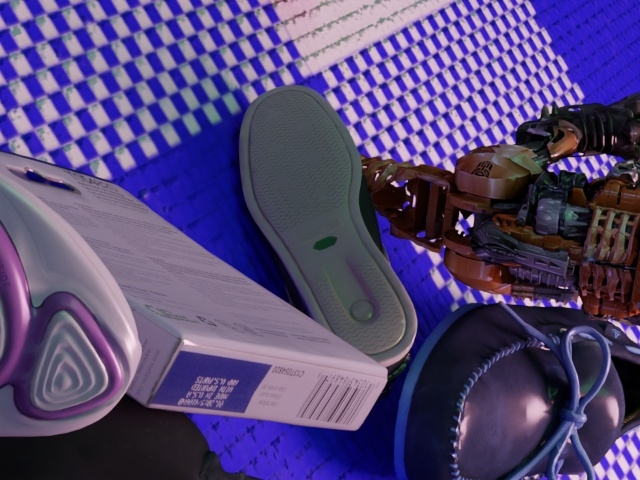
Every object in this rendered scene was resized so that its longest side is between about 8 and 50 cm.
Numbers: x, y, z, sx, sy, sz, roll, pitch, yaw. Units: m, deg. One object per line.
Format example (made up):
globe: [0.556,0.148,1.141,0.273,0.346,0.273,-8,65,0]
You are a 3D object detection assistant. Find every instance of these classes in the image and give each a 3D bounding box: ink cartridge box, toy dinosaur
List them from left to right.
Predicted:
ink cartridge box: [-0.102,0.023,1.049,0.224,0.045,0.223,34,9,29]
toy dinosaur: [0.146,-0.024,1.320,0.322,0.164,0.218,38,28,24]

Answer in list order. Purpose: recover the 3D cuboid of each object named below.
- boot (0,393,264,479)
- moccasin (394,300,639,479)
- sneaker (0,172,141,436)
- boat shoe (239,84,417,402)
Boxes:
boot: [-0.173,0.159,0.788,0.367,0.146,0.445,52,29,-12]
moccasin: [0.161,0.099,1.372,0.342,0.117,0.137,-20,121,-60]
sneaker: [-0.208,-0.025,0.849,0.305,0.114,0.152,29,14,-2]
boat shoe: [0.000,0.000,1.314,0.079,0.084,0.233,85,-13,-60]
